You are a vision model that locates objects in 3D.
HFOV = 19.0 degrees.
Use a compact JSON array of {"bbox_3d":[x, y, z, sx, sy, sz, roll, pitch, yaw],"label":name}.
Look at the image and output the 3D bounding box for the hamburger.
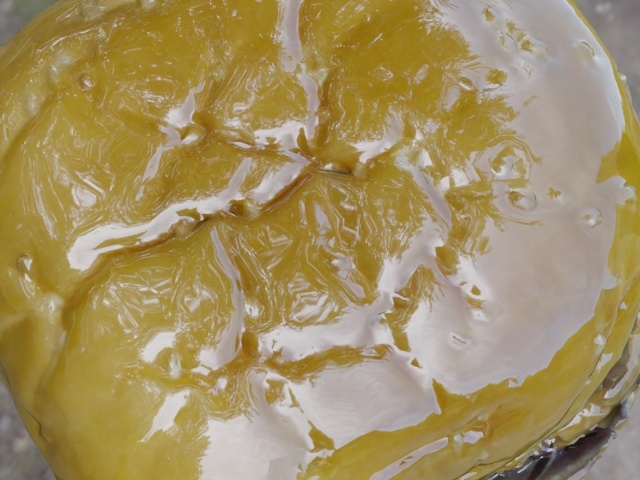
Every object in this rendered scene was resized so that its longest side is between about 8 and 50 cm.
[{"bbox_3d":[0.000,0.000,0.808,0.318,0.158,0.319,0,75,1],"label":"hamburger"}]
